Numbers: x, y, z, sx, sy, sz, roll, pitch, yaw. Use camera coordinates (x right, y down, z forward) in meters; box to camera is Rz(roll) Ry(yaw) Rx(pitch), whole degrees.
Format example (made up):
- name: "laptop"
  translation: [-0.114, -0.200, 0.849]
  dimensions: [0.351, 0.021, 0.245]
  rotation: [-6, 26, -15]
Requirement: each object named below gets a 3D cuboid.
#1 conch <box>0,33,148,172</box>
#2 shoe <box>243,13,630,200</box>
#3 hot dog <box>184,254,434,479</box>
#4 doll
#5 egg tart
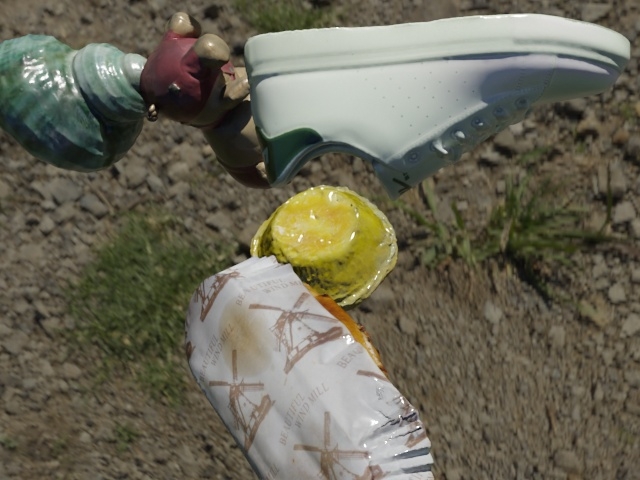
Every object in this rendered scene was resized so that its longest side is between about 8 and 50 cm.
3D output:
- name: "conch"
  translation: [-0.354, -0.209, 1.671]
  dimensions: [0.277, 0.195, 0.220]
  rotation: [-12, 100, 20]
- name: "shoe"
  translation: [0.110, -0.119, 1.064]
  dimensions: [0.362, 0.132, 0.160]
  rotation: [-2, 90, 4]
- name: "hot dog"
  translation: [-0.010, 0.078, 0.556]
  dimensions: [0.192, 0.053, 0.099]
  rotation: [44, 115, 45]
- name: "doll"
  translation: [-0.121, -0.187, 1.546]
  dimensions: [0.152, 0.256, 0.196]
  rotation: [-26, 38, 27]
- name: "egg tart"
  translation: [0.000, 0.000, 0.740]
  dimensions: [0.105, 0.039, 0.105]
  rotation: [-7, 52, 10]
